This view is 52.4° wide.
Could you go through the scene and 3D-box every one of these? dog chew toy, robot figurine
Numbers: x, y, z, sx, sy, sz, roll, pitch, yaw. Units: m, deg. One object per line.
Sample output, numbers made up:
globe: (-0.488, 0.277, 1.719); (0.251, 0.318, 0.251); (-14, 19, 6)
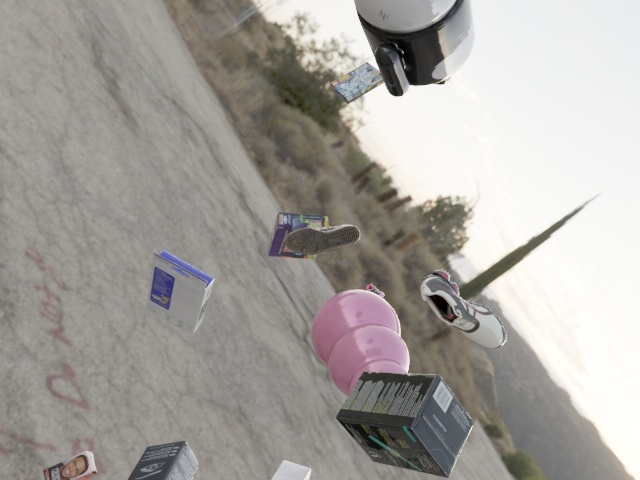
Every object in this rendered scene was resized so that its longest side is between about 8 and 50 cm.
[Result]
dog chew toy: (0.099, 0.255, 1.432); (0.206, 0.207, 0.331); (53, 7, -32)
robot figurine: (0.147, -0.354, 1.017); (0.209, 0.174, 0.278); (70, 10, 24)

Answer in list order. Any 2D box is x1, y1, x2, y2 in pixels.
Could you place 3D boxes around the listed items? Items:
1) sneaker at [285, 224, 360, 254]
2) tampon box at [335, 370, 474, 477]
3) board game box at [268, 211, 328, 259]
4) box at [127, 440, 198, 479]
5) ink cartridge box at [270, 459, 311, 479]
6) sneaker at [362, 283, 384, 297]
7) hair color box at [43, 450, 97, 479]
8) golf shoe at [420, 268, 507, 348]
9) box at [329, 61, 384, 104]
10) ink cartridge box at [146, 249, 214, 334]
sneaker: (0.000, 0.000, 1.579); (0.071, 0.189, 0.066); (171, -86, -71)
tampon box: (0.132, 0.284, 1.027); (0.161, 0.101, 0.120); (-8, -55, 48)
board game box: (-0.065, -0.010, 1.809); (0.170, 0.141, 0.048); (113, -23, -57)
box: (-0.499, 0.741, 2.027); (0.207, 0.153, 0.108); (-65, 137, -62)
ink cartridge box: (-0.087, 0.550, 1.302); (0.067, 0.115, 0.198); (14, 19, 15)
sneaker: (0.121, 0.153, 1.671); (0.057, 0.047, 0.119); (54, 33, -11)
hair color box: (-0.734, 0.680, 1.907); (0.043, 0.141, 0.071); (66, -1, -61)
golf shoe: (0.366, 0.201, 1.708); (0.273, 0.105, 0.120); (40, 31, 2)
box: (0.108, -0.454, 1.871); (0.094, 0.137, 0.027); (50, -13, 38)
ink cartridge box: (-0.391, 0.137, 1.811); (0.166, 0.065, 0.332); (30, -36, 1)
